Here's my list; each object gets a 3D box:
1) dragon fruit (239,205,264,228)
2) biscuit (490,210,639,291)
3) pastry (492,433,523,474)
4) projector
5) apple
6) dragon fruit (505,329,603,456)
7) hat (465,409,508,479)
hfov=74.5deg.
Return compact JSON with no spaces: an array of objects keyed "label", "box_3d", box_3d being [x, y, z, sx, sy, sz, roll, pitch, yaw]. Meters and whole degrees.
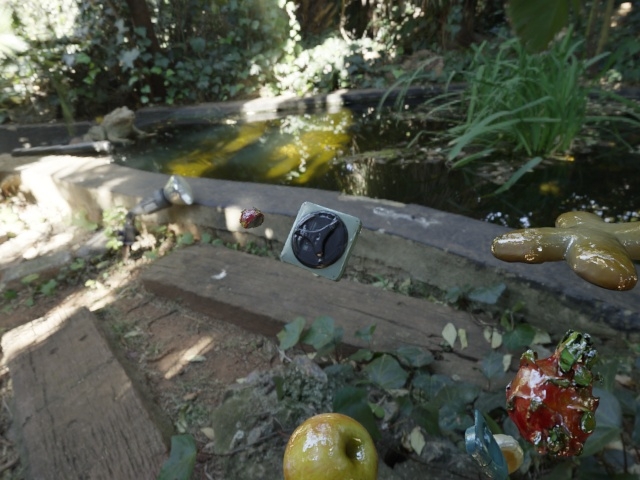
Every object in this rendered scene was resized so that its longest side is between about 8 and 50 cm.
[{"label":"dragon fruit","box_3d":[-0.216,-0.076,1.318,0.056,0.060,0.083,43,33,24]},{"label":"biscuit","box_3d":[0.342,0.003,0.533,0.208,0.047,0.164,-14,23,-35]},{"label":"pastry","box_3d":[0.671,0.794,1.567,0.166,0.165,0.088,-4,14,2]},{"label":"projector","box_3d":[0.000,0.000,1.642,0.259,0.257,0.079,20,-7,23]},{"label":"apple","box_3d":[0.028,0.646,1.210,0.233,0.286,0.286,-40,10,29]},{"label":"dragon fruit","box_3d":[0.522,0.327,0.914,0.198,0.269,0.200,34,9,-3]},{"label":"hat","box_3d":[0.437,0.564,1.152,0.078,0.190,0.138,-28,4,24]}]
